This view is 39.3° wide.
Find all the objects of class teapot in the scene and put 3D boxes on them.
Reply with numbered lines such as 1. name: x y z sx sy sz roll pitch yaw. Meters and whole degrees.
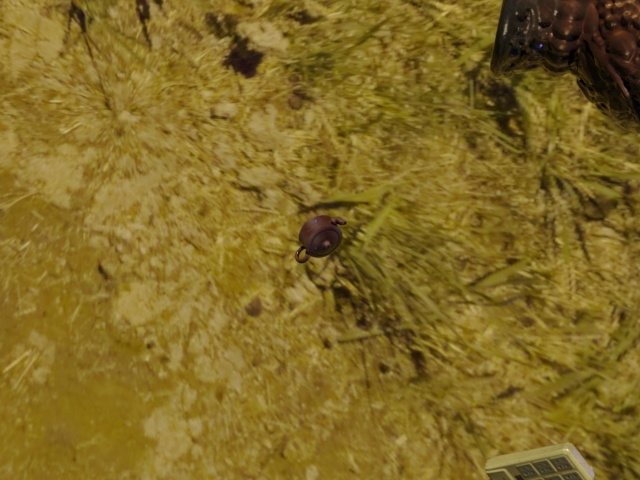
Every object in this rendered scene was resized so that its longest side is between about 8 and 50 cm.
1. teapot: 0.000 0.000 1.378 0.100 0.045 0.068 -45 135 9

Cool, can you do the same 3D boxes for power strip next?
1. power strip: 0.316 0.344 1.325 0.076 0.169 0.028 51 43 -13

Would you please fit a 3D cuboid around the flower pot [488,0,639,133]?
1. flower pot: 0.349 -0.265 1.061 0.267 0.266 0.266 12 96 8
